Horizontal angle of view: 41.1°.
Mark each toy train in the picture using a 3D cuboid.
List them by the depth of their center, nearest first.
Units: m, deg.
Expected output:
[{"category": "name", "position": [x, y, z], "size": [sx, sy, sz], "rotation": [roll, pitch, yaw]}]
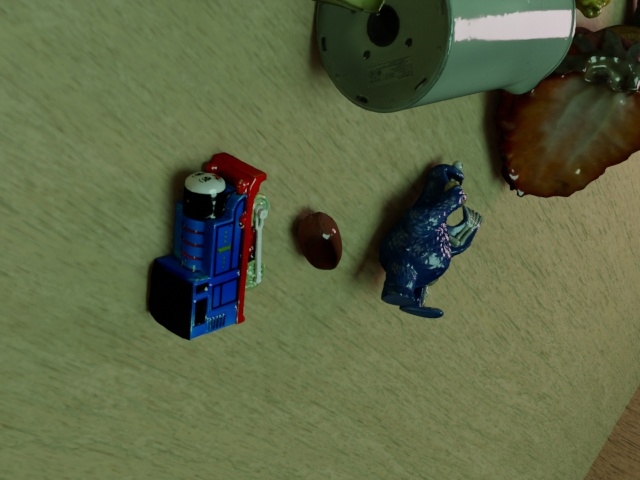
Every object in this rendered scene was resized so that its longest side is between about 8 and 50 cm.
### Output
[{"category": "toy train", "position": [-0.130, 0.008, 1.028], "size": [0.131, 0.082, 0.204], "rotation": [-17, 124, -41]}]

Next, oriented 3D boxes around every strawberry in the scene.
[{"category": "strawberry", "position": [0.419, -0.219, 1.471], "size": [0.265, 0.149, 0.336], "rotation": [5, 142, -8]}]

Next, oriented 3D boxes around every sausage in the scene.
[{"category": "sausage", "position": [0.000, 0.000, 1.200], "size": [0.054, 0.059, 0.094], "rotation": [-90, 168, -44]}]

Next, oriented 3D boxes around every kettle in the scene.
[{"category": "kettle", "position": [0.157, -0.307, 1.108], "size": [0.318, 0.265, 0.205], "rotation": [-17, 157, -44]}]

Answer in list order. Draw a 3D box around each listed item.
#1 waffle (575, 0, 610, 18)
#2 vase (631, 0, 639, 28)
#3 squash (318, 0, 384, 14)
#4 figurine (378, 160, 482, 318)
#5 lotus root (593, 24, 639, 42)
[{"category": "waffle", "position": [0.510, -0.479, 1.461], "size": [0.160, 0.055, 0.211], "rotation": [-30, 151, -60]}, {"category": "vase", "position": [0.635, -0.491, 1.612], "size": [0.115, 0.115, 0.237], "rotation": [-41, 134, -26]}, {"category": "squash", "position": [-0.059, -0.298, 0.769], "size": [0.169, 0.252, 0.093], "rotation": [25, 91, -54]}, {"category": "figurine", "position": [0.163, -0.008, 1.355], "size": [0.262, 0.120, 0.164], "rotation": [-63, 146, -25]}, {"category": "lotus root", "position": [0.570, -0.299, 1.587], "size": [0.290, 0.193, 0.193], "rotation": [9, 106, -37]}]
